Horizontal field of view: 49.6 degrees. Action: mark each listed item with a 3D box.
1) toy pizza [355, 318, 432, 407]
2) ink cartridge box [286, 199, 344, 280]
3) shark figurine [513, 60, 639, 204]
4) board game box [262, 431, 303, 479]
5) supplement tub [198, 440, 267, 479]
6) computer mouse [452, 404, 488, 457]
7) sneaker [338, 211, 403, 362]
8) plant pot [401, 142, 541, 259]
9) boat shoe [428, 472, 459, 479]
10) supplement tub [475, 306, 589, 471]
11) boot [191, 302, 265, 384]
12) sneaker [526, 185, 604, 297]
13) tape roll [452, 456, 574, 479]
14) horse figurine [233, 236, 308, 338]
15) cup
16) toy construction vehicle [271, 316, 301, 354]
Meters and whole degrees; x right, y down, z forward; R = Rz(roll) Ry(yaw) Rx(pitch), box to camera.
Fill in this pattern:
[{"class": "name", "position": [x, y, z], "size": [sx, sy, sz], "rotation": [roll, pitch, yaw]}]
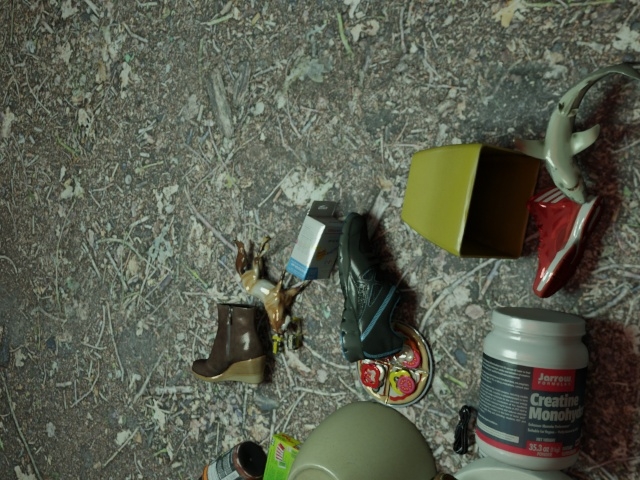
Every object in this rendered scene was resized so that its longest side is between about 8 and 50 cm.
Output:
[{"class": "toy pizza", "position": [0.159, 0.279, 1.574], "size": [0.201, 0.032, 0.201], "rotation": [1, 91, 35]}, {"class": "ink cartridge box", "position": [0.000, 0.000, 1.636], "size": [0.061, 0.104, 0.181], "rotation": [30, 108, 31]}, {"class": "shark figurine", "position": [0.475, -0.226, 1.300], "size": [0.166, 0.116, 0.278], "rotation": [25, 103, 18]}, {"class": "board game box", "position": [-0.093, 0.589, 1.748], "size": [0.092, 0.043, 0.181], "rotation": [18, 101, 34]}, {"class": "supplement tub", "position": [-0.237, 0.609, 1.813], "size": [0.198, 0.106, 0.106], "rotation": [-40, 69, 30]}, {"class": "computer mouse", "position": [0.361, 0.426, 1.428], "size": [0.193, 0.042, 0.106], "rotation": [21, 102, 33]}, {"class": "sneaker", "position": [0.111, 0.102, 1.568], "size": [0.139, 0.125, 0.341], "rotation": [-4, 77, 4]}, {"class": "plant pot", "position": [0.285, -0.088, 1.386], "size": [0.187, 0.212, 0.212], "rotation": [18, 101, 46]}, {"class": "boat shoe", "position": [0.337, 0.539, 1.291], "size": [0.307, 0.110, 0.104], "rotation": [43, 115, 11]}, {"class": "supplement tub", "position": [0.399, 0.274, 1.309], "size": [0.191, 0.191, 0.272], "rotation": [7, 95, 35]}, {"class": "boot", "position": [-0.248, 0.262, 1.807], "size": [0.248, 0.090, 0.207], "rotation": [-2, 98, 34]}, {"class": "sneaker", "position": [0.446, -0.006, 1.351], "size": [0.128, 0.087, 0.221], "rotation": [33, 97, 39]}, {"class": "tape roll", "position": [0.395, 0.621, 1.364], "size": [0.392, 0.072, 0.392], "rotation": [6, 101, 34]}, {"class": "horse figurine", "position": [-0.134, 0.102, 1.756], "size": [0.263, 0.066, 0.174], "rotation": [36, 108, 29]}, {"class": "cup", "position": [0.059, 0.541, 1.525], "size": [0.331, 0.237, 0.331], "rotation": [0, 90, 35]}, {"class": "toy construction vehicle", "position": [-0.084, 0.240, 1.747], "size": [0.086, 0.035, 0.098], "rotation": [0, 88, 46]}]
